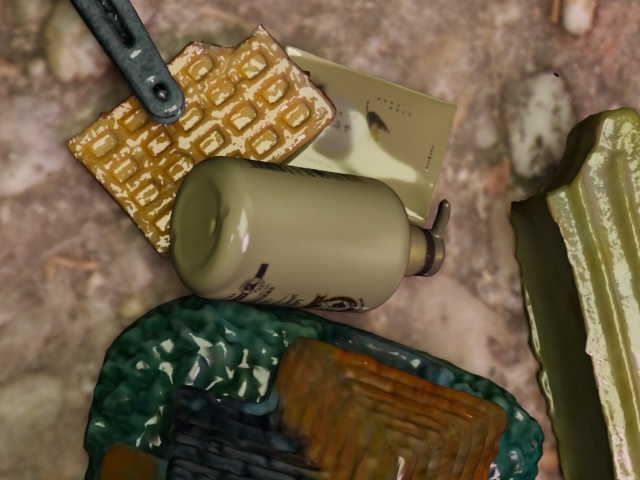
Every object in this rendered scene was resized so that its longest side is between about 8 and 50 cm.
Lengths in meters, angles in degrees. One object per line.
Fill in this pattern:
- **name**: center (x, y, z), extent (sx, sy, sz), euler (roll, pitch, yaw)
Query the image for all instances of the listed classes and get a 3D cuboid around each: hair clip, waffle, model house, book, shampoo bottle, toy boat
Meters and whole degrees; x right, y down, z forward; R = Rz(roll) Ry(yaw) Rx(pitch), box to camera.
- **hair clip**: center (-0.149, -0.187, 1.095), extent (0.048, 0.083, 0.275), euler (-33, 93, -10)
- **waffle**: center (-0.067, -0.064, 1.111), extent (0.135, 0.021, 0.092), euler (-42, 85, -11)
- **model house**: center (0.008, 0.142, 0.994), extent (0.261, 0.241, 0.226), euler (17, 80, -9)
- **book**: center (0.020, -0.061, 1.142), extent (0.111, 0.014, 0.077), euler (19, 78, -9)
- **shampoo bottle**: center (0.000, 0.000, 1.087), extent (0.162, 0.079, 0.079), euler (8, 79, -33)
- **toy boat**: center (0.172, 0.066, 1.107), extent (0.084, 0.111, 0.276), euler (-15, 88, -9)
